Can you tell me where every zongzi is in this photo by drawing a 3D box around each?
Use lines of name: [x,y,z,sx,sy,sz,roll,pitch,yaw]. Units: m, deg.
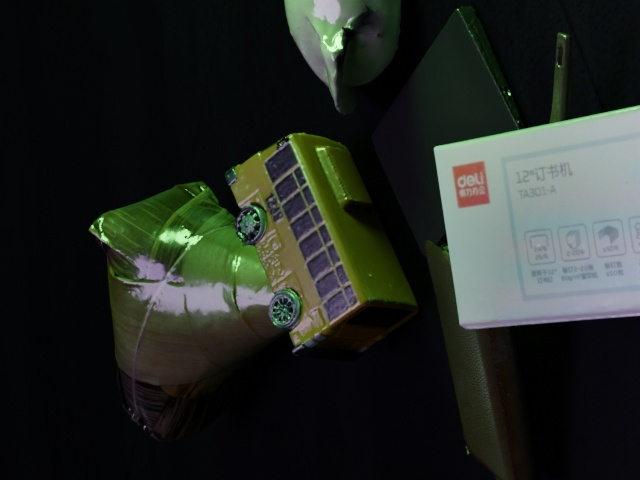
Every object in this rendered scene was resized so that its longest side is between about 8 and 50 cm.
zongzi: [-0.093,0.120,1.514,0.318,0.154,0.289,26,131,39]

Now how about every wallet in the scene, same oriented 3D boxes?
wallet: [0.129,0.097,1.135,0.110,0.031,0.198,-146,41,-68]

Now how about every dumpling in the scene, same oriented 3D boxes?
dumpling: [0.016,-0.203,1.272,0.150,0.092,0.176,117,133,-67]

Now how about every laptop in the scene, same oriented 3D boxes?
laptop: [0.106,-0.088,1.205,0.197,0.016,0.135,-54,51,54]

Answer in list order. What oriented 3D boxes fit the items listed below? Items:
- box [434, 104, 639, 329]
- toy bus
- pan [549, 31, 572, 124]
box: [0.201,-0.016,0.914,0.269,0.079,0.135,-9,90,46]
toy bus: [0.000,0.000,1.311,0.114,0.098,0.201,-37,62,28]
pan: [0.187,-0.037,1.031,0.128,0.048,0.202,60,146,33]
